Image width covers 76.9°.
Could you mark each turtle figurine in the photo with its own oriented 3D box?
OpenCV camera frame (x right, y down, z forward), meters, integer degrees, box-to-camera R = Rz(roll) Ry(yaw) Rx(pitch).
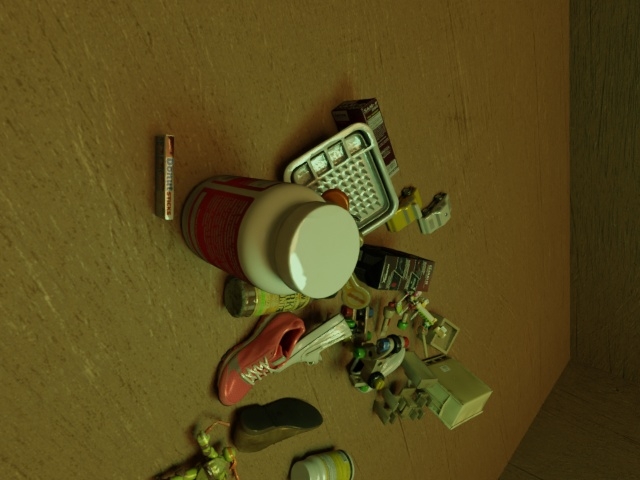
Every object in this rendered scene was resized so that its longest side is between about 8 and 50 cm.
[{"bbox_3d":[-0.308,0.625,1.075,0.217,0.087,0.270,-26,127,-28],"label":"turtle figurine"}]

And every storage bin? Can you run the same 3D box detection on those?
[{"bbox_3d":[0.551,0.633,1.733,0.262,0.260,0.123,1,117,-41],"label":"storage bin"}]

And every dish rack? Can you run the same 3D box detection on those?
[{"bbox_3d":[0.061,-0.150,1.181,0.285,0.072,0.333,-33,123,-6],"label":"dish rack"}]

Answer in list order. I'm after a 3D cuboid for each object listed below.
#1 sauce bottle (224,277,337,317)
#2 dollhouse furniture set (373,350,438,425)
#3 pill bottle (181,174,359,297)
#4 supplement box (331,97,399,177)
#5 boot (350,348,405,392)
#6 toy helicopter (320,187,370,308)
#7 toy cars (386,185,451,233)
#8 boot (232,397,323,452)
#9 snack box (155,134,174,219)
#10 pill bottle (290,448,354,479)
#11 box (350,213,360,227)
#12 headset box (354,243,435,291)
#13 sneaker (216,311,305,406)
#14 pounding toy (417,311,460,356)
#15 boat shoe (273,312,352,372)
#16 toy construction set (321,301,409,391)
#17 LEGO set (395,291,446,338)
[{"bbox_3d":[-0.094,0.143,1.135,0.344,0.111,0.112,-3,102,-41],"label":"sauce bottle"},{"bbox_3d":[0.336,0.592,1.624,0.211,0.161,0.242,11,113,-34],"label":"dollhouse furniture set"},{"bbox_3d":[-0.118,-0.016,0.873,0.228,0.407,0.229,-12,108,-39],"label":"pill bottle"},{"bbox_3d":[0.138,-0.300,1.218,0.073,0.130,0.240,-42,124,-25],"label":"supplement box"},{"bbox_3d":[0.216,0.436,1.489,0.258,0.095,0.124,-40,129,-27],"label":"boot"},{"bbox_3d":[0.020,0.052,1.087,0.355,0.234,0.140,59,20,-22],"label":"toy helicopter"},{"bbox_3d":[0.397,-0.107,1.523,0.393,0.087,0.177,1,100,-42],"label":"toy cars"},{"bbox_3d":[-0.129,0.568,1.233,0.305,0.112,0.115,12,112,-39],"label":"boot"},{"bbox_3d":[-0.340,-0.138,0.878,0.022,0.064,0.179,-4,103,-39],"label":"snack box"},{"bbox_3d":[0.007,0.794,1.378,0.208,0.119,0.119,15,90,-42],"label":"pill bottle"},{"bbox_3d":[0.000,0.000,1.165,0.184,0.045,0.191,13,111,-25],"label":"box"},{"bbox_3d":[0.214,0.085,1.320,0.293,0.218,0.110,8,97,-43],"label":"headset box"},{"bbox_3d":[-0.161,0.318,1.101,0.314,0.136,0.116,-53,128,-18],"label":"sneaker"},{"bbox_3d":[0.463,0.399,1.710,0.206,0.094,0.181,35,82,-31],"label":"pounding toy"},{"bbox_3d":[-0.028,0.324,1.200,0.267,0.096,0.088,-33,84,-12],"label":"boat shoe"},{"bbox_3d":[0.171,0.359,1.369,0.308,0.257,0.238,-14,121,-55],"label":"toy construction set"},{"bbox_3d":[0.378,0.287,1.577,0.107,0.132,0.287,-40,115,-19],"label":"LEGO set"}]
